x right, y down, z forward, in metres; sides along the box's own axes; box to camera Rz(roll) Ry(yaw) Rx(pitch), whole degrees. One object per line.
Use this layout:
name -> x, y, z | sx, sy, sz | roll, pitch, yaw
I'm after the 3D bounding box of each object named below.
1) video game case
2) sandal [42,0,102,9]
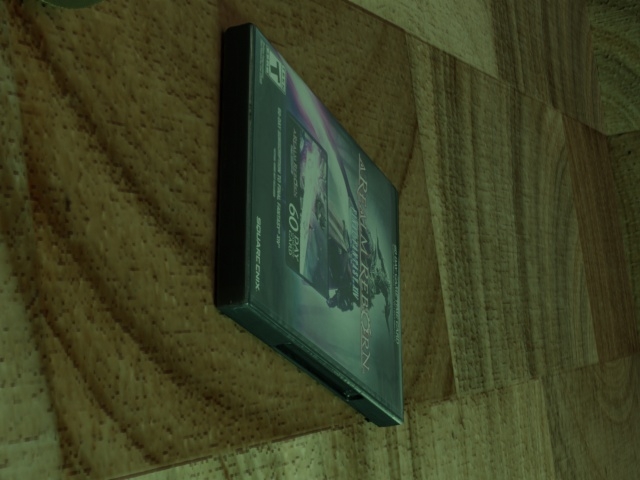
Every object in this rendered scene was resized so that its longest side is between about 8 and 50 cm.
video game case -> 0.000, 0.000, 1.033 | 0.274, 0.026, 0.196 | 42, 43, -57
sandal -> -0.160, -0.187, 0.665 | 0.079, 0.088, 0.240 | 54, 3, 23
